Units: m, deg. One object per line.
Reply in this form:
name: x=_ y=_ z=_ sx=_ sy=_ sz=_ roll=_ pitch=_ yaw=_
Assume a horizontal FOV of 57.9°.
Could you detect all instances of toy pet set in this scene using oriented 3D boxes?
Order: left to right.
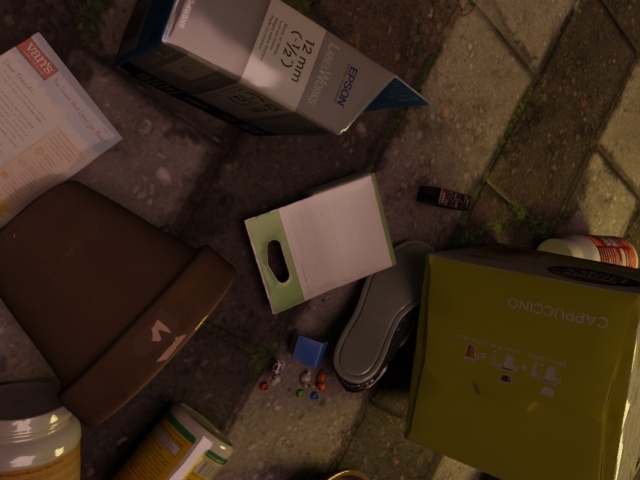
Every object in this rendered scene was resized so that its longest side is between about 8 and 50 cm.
toy pet set: x=-0.023 y=0.221 z=0.979 sx=0.122 sy=0.065 sz=0.114 roll=19 pitch=89 yaw=-32

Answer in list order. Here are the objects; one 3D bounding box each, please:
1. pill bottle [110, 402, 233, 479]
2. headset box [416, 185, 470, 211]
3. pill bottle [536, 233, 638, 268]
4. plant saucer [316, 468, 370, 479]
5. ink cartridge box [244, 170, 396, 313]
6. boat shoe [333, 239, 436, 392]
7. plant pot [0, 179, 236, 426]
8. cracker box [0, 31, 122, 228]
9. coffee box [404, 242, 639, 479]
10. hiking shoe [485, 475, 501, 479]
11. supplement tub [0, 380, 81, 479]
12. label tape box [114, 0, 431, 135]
pill bottle: x=-0.236 y=0.355 z=0.846 sx=0.208 sy=0.117 sz=0.117 roll=-51 pitch=119 yaw=-14
headset box: x=0.226 y=-0.079 z=1.076 sx=0.083 sy=0.062 sz=0.032 roll=12 pitch=92 yaw=-31
pill bottle: x=0.586 y=0.047 z=1.278 sx=0.221 sy=0.121 sz=0.121 roll=2 pitch=98 yaw=-31
plant saucer: x=0.004 y=0.540 z=1.029 sx=0.278 sy=0.041 sz=0.278 roll=-14 pitch=109 yaw=-46
ink cartridge box: x=0.000 y=0.000 z=0.961 sx=0.235 sy=0.056 sz=0.171 roll=-20 pitch=108 yaw=-15
boat shoe: x=0.114 y=0.131 z=1.032 sx=0.302 sy=0.114 sz=0.091 roll=-50 pitch=158 yaw=-24
plant pot: x=-0.275 y=0.056 z=0.720 sx=0.229 sy=0.263 sz=0.263 roll=45 pitch=75 yaw=-9
cracker box: x=-0.387 y=-0.119 z=0.701 sx=0.232 sy=0.067 sz=0.156 roll=-42 pitch=118 yaw=-17
coffee box: x=0.385 y=0.202 z=1.009 sx=0.334 sy=0.337 sz=0.338 roll=-3 pitch=102 yaw=-52
hiking shoe: x=0.412 y=0.629 z=1.282 sx=0.086 sy=0.114 sz=0.227 roll=-3 pitch=100 yaw=-31
supplement tub: x=-0.381 y=0.296 z=0.732 sx=0.144 sy=0.144 sz=0.200 roll=0 pitch=99 yaw=-31
label tape box: x=-0.067 y=-0.209 z=0.767 sx=0.347 sy=0.249 sz=0.115 roll=24 pitch=86 yaw=-32
